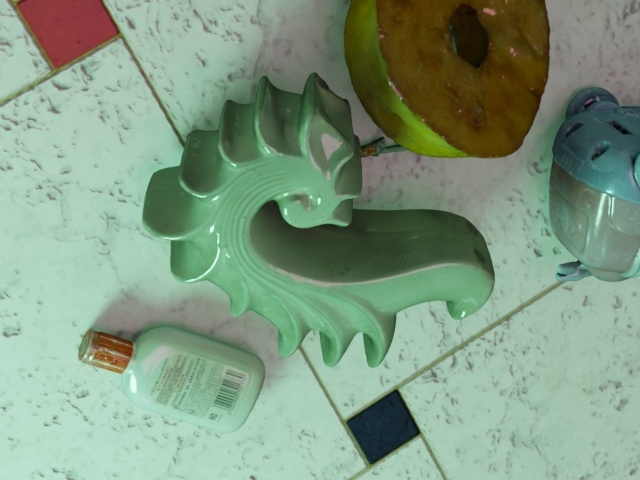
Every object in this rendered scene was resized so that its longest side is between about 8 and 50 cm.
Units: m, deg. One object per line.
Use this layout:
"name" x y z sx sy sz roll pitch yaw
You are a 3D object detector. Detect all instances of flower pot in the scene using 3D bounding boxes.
"flower pot" 0.000 0.000 1.257 0.254 0.164 0.367 -37 119 21

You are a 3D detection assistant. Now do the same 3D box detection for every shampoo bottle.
"shampoo bottle" -0.179 0.157 1.338 0.221 0.051 0.108 22 100 -24

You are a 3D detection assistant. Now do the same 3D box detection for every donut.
"donut" 0.140 -0.218 1.253 0.278 0.108 0.277 6 79 -34

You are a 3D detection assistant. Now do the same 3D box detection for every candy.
"candy" 0.070 -0.106 1.349 0.201 0.060 0.060 -11 111 -25

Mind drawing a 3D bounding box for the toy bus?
"toy bus" 0.427 -0.054 1.417 0.294 0.197 0.231 -2 118 -20
